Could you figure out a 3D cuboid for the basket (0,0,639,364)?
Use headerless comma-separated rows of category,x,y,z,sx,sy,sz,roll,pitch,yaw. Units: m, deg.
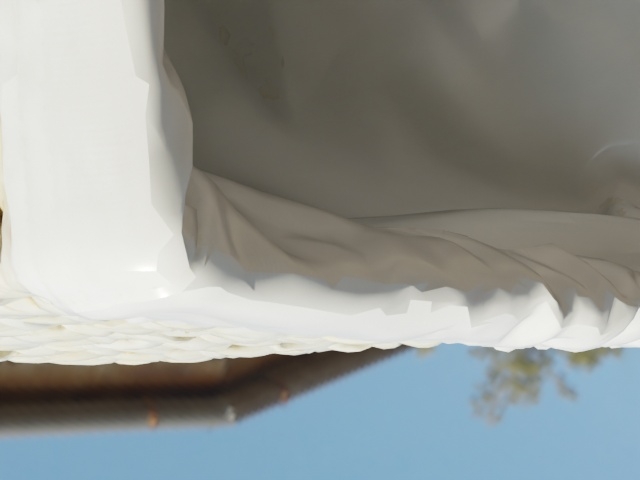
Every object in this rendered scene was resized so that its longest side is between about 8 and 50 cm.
basket,-0.056,-0.116,0.569,0.328,0.266,0.331,6,-104,-55
